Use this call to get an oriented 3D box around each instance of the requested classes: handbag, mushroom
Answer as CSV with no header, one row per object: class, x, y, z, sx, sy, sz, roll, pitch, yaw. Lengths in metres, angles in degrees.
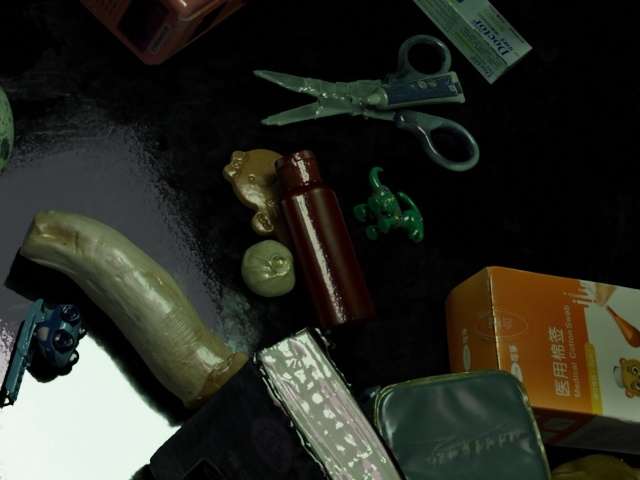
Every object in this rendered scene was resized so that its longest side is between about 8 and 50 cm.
handbag,0.132,0.293,1.705,0.263,0.241,0.222,-3,67,-27
mushroom,-0.243,0.083,1.727,0.351,0.095,0.123,41,57,-1

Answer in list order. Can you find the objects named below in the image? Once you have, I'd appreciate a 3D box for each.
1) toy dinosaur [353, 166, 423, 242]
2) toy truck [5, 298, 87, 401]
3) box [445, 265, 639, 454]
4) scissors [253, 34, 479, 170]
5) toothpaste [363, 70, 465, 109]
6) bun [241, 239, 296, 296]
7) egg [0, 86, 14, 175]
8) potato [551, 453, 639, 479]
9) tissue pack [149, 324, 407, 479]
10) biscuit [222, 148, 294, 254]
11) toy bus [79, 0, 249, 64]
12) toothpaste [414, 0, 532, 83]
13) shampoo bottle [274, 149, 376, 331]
toy dinosaur,0.106,-0.051,1.995,0.096,0.059,0.132,-19,82,-41
toy truck,-0.348,0.143,1.667,0.074,0.063,0.136,7,57,4
box,0.364,0.181,1.940,0.341,0.143,0.225,9,61,-20
scissors,0.071,-0.220,2.077,0.384,0.029,0.256,-3,67,-29
toothpaste,0.150,-0.234,2.086,0.197,0.035,0.057,-12,80,-34
bun,-0.070,0.037,1.858,0.086,0.055,0.086,11,61,-20
egg,-0.469,-0.151,1.720,0.132,0.132,0.172,-22,87,-33
potato,0.348,0.435,1.792,0.369,0.176,0.195,-40,112,-32
tissue pack,-0.050,0.288,1.551,0.122,0.361,0.259,-25,77,-38
biscuit,-0.057,-0.063,1.936,0.133,0.027,0.184,-21,75,-31
toy bus,-0.161,-0.465,1.995,0.233,0.203,0.427,48,56,-1
toothpaste,0.213,-0.418,2.229,0.336,0.067,0.081,48,54,3
shampoo bottle,0.000,0.000,1.878,0.102,0.064,0.260,-9,77,-48
